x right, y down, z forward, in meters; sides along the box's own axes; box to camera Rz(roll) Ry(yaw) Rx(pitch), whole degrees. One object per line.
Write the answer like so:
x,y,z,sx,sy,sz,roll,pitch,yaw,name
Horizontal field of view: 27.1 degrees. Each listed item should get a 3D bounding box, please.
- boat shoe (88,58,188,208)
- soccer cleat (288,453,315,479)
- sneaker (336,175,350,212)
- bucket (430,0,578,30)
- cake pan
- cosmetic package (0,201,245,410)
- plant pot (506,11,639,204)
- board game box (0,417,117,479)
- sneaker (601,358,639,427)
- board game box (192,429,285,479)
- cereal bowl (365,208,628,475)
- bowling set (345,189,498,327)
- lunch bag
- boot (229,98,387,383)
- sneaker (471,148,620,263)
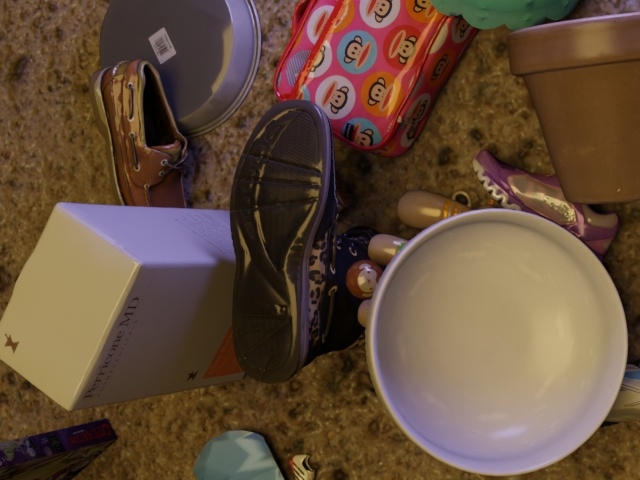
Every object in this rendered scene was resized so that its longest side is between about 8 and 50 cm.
-0.262,-0.127,2.052,0.104,0.111,0.307,-10,107,33,boat shoe
-0.022,0.364,2.014,0.035,0.029,0.083,-23,75,29,soccer cleat
-0.034,-0.108,2.000,0.084,0.069,0.185,-35,74,17,sneaker
0.244,-0.433,1.745,0.281,0.183,0.281,-1,71,2,bucket
-0.234,-0.309,2.109,0.293,0.054,0.293,0,90,27,cake pan
-0.229,0.085,1.881,0.161,0.453,0.230,33,104,23,cosmetic package
0.380,-0.168,1.704,0.263,0.263,0.229,-4,96,26,plant pot
-0.488,0.374,2.068,0.208,0.347,0.056,-37,75,22,board game box
0.393,0.203,1.791,0.237,0.085,0.086,-2,57,32,sneaker
-0.114,0.374,2.059,0.133,0.033,0.169,-30,82,18,board game box
0.218,0.127,1.730,0.339,0.141,0.339,0,91,-7,cereal bowl
0.136,0.076,1.842,0.154,0.200,0.287,12,102,26,bowling set
0.069,-0.293,1.931,0.258,0.120,0.293,33,102,27,lunch bag
0.000,0.000,1.863,0.138,0.284,0.377,4,93,27,boot
0.314,-0.057,1.822,0.236,0.095,0.104,41,100,16,sneaker
